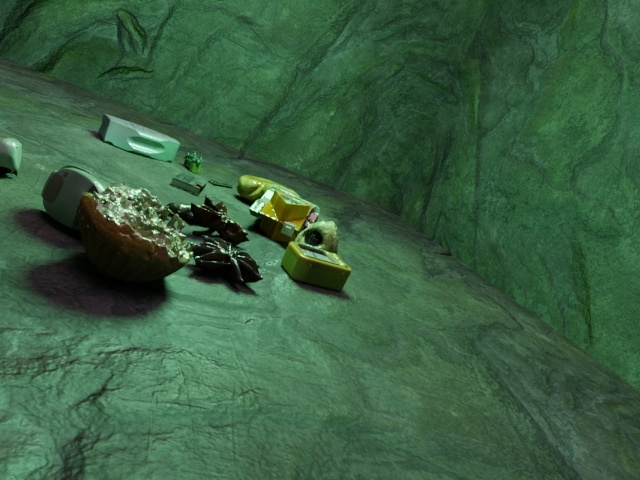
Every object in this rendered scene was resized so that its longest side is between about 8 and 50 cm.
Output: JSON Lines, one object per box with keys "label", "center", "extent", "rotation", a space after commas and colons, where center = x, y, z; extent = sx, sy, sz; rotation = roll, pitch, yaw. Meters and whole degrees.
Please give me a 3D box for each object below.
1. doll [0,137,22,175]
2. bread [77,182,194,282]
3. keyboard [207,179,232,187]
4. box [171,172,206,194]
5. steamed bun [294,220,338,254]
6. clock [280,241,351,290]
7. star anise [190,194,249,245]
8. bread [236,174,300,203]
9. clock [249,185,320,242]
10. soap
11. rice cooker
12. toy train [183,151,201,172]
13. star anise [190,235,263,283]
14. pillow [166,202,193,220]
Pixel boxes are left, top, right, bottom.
{"label": "doll", "center": [-0.888, -0.243, 1.375], "extent": [0.181, 0.106, 0.110], "rotation": [20, 6, -22]}
{"label": "bread", "center": [-0.415, -0.009, 1.159], "extent": [0.274, 0.149, 0.274], "rotation": [36, 14, -11]}
{"label": "keyboard", "center": [-0.470, -0.268, 2.448], "extent": [0.049, 0.015, 0.129], "rotation": [31, 15, 28]}
{"label": "box", "center": [-0.540, -0.236, 2.147], "extent": [0.115, 0.035, 0.177], "rotation": [23, 13, -9]}
{"label": "steamed bun", "center": [0.000, 0.000, 1.919], "extent": [0.141, 0.155, 0.172], "rotation": [36, 18, 37]}
{"label": "clock", "center": [-0.014, 0.083, 1.700], "extent": [0.203, 0.096, 0.143], "rotation": [16, 19, -31]}
{"label": "star anise", "center": [-0.317, -0.053, 1.660], "extent": [0.213, 0.111, 0.196], "rotation": [31, 17, -8]}
{"label": "bread", "center": [-0.253, -0.219, 2.411], "extent": [0.311, 0.121, 0.173], "rotation": [11, 15, -47]}
{"label": "clock", "center": [-0.141, -0.101, 2.044], "extent": [0.235, 0.166, 0.309], "rotation": [25, 14, 3]}
{"label": "soap", "center": [-0.822, -0.460, 2.374], "extent": [0.324, 0.109, 0.193], "rotation": [15, 16, -39]}
{"label": "rice cooker", "center": [-0.583, -0.098, 1.275], "extent": [0.206, 0.145, 0.127], "rotation": [27, 0, 30]}
{"label": "toy train", "center": [-0.608, -0.374, 2.477], "extent": [0.050, 0.081, 0.122], "rotation": [-1, 26, -44]}
{"label": "star anise", "center": [-0.256, 0.053, 1.421], "extent": [0.212, 0.073, 0.197], "rotation": [25, 16, -11]}
{"label": "pillow", "center": [-0.399, -0.084, 1.759], "extent": [0.241, 0.051, 0.093], "rotation": [14, 16, -48]}
